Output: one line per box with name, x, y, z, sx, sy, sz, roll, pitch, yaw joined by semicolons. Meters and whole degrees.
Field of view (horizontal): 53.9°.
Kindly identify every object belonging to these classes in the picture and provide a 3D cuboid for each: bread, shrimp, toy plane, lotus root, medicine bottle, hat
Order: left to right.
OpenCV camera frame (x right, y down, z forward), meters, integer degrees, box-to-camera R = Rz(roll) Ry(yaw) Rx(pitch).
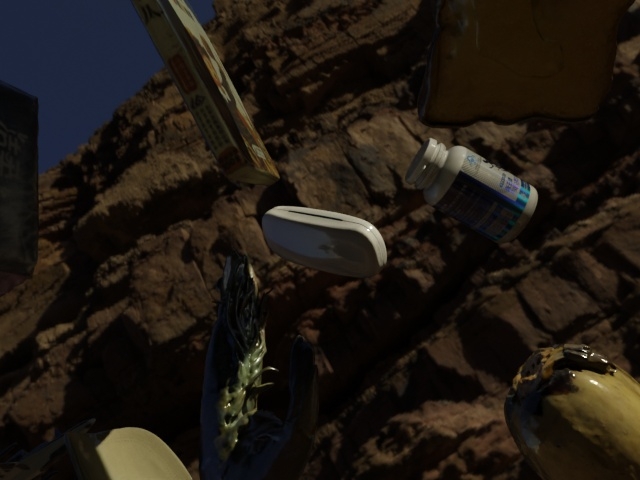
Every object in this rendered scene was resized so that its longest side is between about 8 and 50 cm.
toy plane;-0.404;0.313;0.838;0.234;0.082;0.160;-47;-48;-20
hat;-0.229;0.307;0.723;0.166;0.173;0.144;15;-91;-52
shrimp;-0.057;0.111;0.600;0.058;0.296;0.169;27;-46;-35
medicine bottle;0.236;-0.082;0.999;0.191;0.107;0.107;29;-67;-5
bread;0.156;-0.200;0.475;0.161;0.088;0.233;-6;-49;-11
lotus root;0.366;0.266;0.772;0.183;0.310;0.183;-46;-6;-6

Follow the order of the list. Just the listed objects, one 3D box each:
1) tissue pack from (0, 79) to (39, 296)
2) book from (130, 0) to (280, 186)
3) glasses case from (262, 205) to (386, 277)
tissue pack;-0.463;-0.096;0.617;0.122;0.259;0.361;-24;-27;29
book;-0.182;-0.270;0.838;0.039;0.300;0.428;-28;-89;6
glasses case;0.000;0.000;0.803;0.049;0.193;0.074;-39;-54;-38
